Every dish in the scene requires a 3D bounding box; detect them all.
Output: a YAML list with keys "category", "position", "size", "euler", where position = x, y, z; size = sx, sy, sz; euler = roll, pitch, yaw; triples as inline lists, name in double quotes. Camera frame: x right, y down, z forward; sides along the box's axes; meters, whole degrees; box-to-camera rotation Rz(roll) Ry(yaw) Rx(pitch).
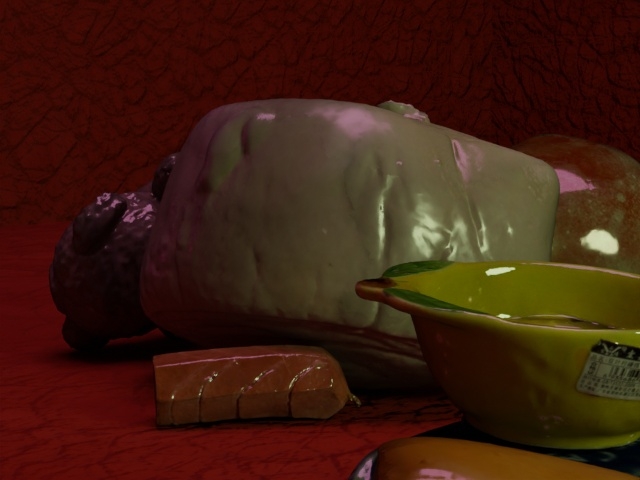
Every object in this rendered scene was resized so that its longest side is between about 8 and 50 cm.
- category: "dish"
  position: [0.119, 0.063, 0.848]
  size: [0.207, 0.080, 0.149]
  euler: [3, 11, -2]

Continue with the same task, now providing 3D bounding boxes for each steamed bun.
- category: "steamed bun"
  position: [0.001, -0.001, 1.435]
  size: [0.383, 0.247, 0.236]
  euler: [4, -15, 36]

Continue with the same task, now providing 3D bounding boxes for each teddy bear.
- category: "teddy bear"
  position: [-0.154, 0.004, 1.668]
  size: [0.151, 0.236, 0.267]
  euler: [28, 38, 25]

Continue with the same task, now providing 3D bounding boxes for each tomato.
- category: "tomato"
  position: [0.241, 0.001, 1.680]
  size: [0.270, 0.223, 0.270]
  euler: [0, 3, 0]

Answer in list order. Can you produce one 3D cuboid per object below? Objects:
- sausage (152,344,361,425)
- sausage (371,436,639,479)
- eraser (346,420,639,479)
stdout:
- category: "sausage"
  position: [-0.053, 0.119, 1.337]
  size: [0.169, 0.065, 0.065]
  euler: [-3, 7, -8]
- category: "sausage"
  position: [0.171, 0.161, 0.683]
  size: [0.328, 0.112, 0.112]
  euler: [14, 7, 0]
- category: "eraser"
  position: [0.163, 0.146, 0.906]
  size: [0.155, 0.102, 0.332]
  euler: [6, 9, 38]
